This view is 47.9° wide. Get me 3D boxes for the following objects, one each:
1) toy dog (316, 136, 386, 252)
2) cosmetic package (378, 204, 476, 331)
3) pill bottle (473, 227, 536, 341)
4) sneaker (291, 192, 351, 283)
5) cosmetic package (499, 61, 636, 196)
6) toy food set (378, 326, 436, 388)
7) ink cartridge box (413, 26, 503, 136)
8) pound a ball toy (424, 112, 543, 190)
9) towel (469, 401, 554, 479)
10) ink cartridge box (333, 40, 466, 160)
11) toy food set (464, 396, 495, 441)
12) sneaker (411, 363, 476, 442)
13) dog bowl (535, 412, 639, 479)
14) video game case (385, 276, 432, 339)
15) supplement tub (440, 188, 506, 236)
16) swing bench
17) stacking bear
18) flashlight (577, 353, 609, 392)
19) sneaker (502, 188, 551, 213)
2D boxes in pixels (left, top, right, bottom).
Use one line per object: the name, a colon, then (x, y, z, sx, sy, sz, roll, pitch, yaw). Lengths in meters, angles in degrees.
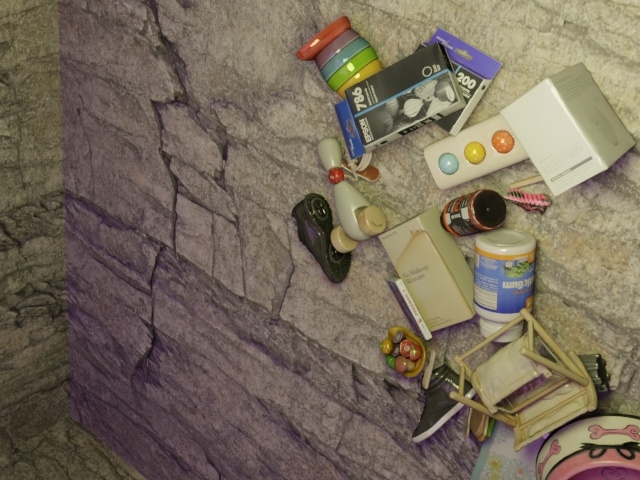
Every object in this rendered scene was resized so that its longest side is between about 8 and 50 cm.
toy dog: (0.105, -0.133, 2.072, 0.220, 0.161, 0.334, 0, 95, 42)
cosmetic package: (0.311, 0.079, 1.996, 0.160, 0.113, 0.309, -29, 91, 43)
pill bottle: (0.471, 0.117, 1.855, 0.152, 0.152, 0.272, 12, 117, 35)
sneaker: (0.000, 0.000, 2.231, 0.130, 0.109, 0.286, -26, 83, 49)
cosmetic package: (0.544, -0.248, 1.582, 0.138, 0.224, 0.225, -33, 87, 42)
toy food set: (0.242, 0.339, 2.145, 0.218, 0.071, 0.128, 31, 107, 52)
ink cartridge box: (0.303, -0.395, 1.769, 0.206, 0.045, 0.208, 39, 104, 27)
pound a ball toy: (0.431, -0.196, 1.759, 0.319, 0.135, 0.208, -20, 96, 43)
towel: (0.606, 0.644, 2.030, 0.320, 0.090, 0.375, 25, 124, 25)
ink cartridge box: (0.177, -0.337, 1.775, 0.332, 0.065, 0.165, -25, 77, 28)
toy food set: (0.459, 0.500, 2.034, 0.038, 0.132, 0.192, 14, 164, -2)
sneaker: (0.335, 0.482, 2.168, 0.147, 0.104, 0.296, 46, 125, 16)
dog bowl: (0.741, 0.641, 1.795, 0.407, 0.150, 0.408, 8, 116, 17)
video game case: (0.250, 0.190, 2.066, 0.183, 0.023, 0.201, 62, 177, -1)
supplement tub: (0.381, -0.065, 1.845, 0.106, 0.106, 0.198, 63, 160, -2)
swing bench: (0.502, 0.353, 1.798, 0.254, 0.165, 0.253, 39, 124, -11)
stacking bear: (0.096, -0.431, 1.916, 0.164, 0.175, 0.289, -37, 94, 15)
flashlight: (0.595, 0.351, 1.903, 0.304, 0.103, 0.103, -18, 128, 39)
sneaker: (0.506, -0.092, 1.786, 0.119, 0.047, 0.057, 12, 137, 3)
